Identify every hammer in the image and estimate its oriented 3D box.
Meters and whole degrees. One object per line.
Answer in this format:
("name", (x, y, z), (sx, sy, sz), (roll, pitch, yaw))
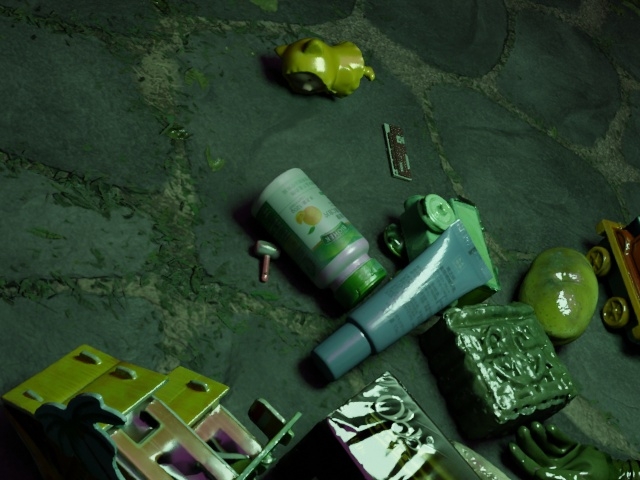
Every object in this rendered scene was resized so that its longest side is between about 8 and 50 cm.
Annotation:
("hammer", (-0.103, 0.041, 1.532), (0.052, 0.031, 0.083), (15, 59, -18))

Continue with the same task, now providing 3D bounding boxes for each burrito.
("burrito", (0.283, 0.415, 1.453), (0.188, 0.045, 0.058), (37, 19, 3))

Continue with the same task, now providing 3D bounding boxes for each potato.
("potato", (0.517, 0.120, 1.772), (0.169, 0.143, 0.248), (4, 46, 21))

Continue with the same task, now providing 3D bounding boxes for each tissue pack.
("tissue pack", (0.117, 0.410, 1.247), (0.198, 0.210, 0.370), (-32, 76, -37))

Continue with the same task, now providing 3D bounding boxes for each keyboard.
("keyboard", (0.181, -0.211, 1.915), (0.055, 0.017, 0.166), (12, 50, -23))

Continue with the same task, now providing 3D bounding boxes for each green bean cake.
("green bean cake", (0.346, 0.241, 1.578), (0.241, 0.132, 0.255), (-4, 58, -30))

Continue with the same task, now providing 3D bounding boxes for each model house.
("model house", (-0.226, 0.233, 1.084), (0.323, 0.340, 0.300), (41, 43, 9))

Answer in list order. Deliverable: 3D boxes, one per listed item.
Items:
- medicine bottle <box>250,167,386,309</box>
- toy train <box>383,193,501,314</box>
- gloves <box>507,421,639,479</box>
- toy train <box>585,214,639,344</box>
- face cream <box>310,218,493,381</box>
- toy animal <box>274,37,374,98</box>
("medicine bottle", (0.000, 0.000, 1.552), (0.274, 0.133, 0.133), (48, 45, 9))
("toy train", (0.247, 0.029, 1.672), (0.188, 0.159, 0.272), (17, 47, -32))
("gloves", (0.475, 0.422, 1.519), (0.268, 0.107, 0.135), (21, 29, -4))
("toy train", (0.769, 0.096, 1.880), (0.163, 0.231, 0.369), (14, 50, -26))
("face cream", (0.149, 0.118, 1.486), (0.385, 0.086, 0.136), (-35, 101, -19))
("toy animal", (0.017, -0.402, 1.875), (0.229, 0.156, 0.156), (7, 51, -41))
